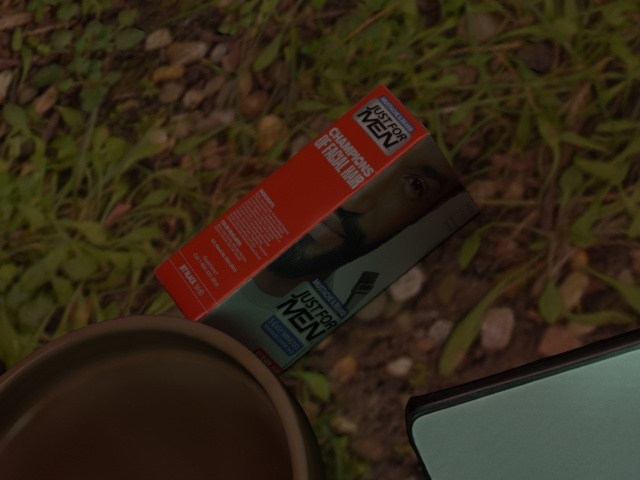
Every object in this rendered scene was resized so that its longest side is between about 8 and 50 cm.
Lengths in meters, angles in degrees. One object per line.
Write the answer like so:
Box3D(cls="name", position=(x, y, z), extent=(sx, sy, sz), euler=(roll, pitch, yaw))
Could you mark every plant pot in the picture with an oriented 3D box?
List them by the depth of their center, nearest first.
Box3D(cls="plant pot", position=(-0.093, 0.168, 0.894), extent=(0.237, 0.110, 0.237), euler=(-13, 56, 19))

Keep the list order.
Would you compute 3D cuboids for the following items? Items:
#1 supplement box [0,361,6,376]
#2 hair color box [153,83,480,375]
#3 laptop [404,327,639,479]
Box3D(cls="supplement box", position=(-0.297, 0.144, 1.031), extent=(0.233, 0.078, 0.080), euler=(-41, 52, 0))
Box3D(cls="hair color box", position=(0.000, 0.000, 0.958), extent=(0.167, 0.093, 0.053), euler=(-40, 53, 0))
Box3D(cls="laptop", position=(0.272, 0.225, 0.606), extent=(0.382, 0.408, 0.236), euler=(-19, 22, 15))
